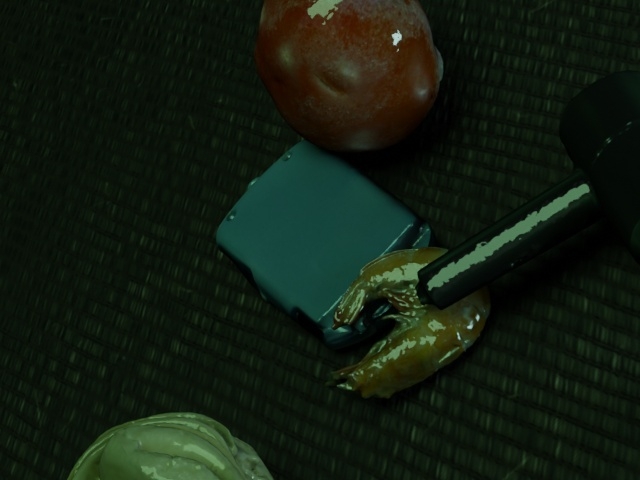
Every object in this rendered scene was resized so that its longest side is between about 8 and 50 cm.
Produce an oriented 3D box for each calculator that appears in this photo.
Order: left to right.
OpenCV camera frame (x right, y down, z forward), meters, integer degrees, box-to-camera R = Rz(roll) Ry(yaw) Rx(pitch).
[{"bbox_3d":[0.000,0.000,1.792,0.173,0.051,0.293,-47,43,-3],"label":"calculator"}]

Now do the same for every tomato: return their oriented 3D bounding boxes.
[{"bbox_3d":[0.024,-0.206,1.812,0.188,0.232,0.232,-23,44,1],"label":"tomato"}]

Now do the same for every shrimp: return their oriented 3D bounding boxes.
[{"bbox_3d":[0.077,0.081,1.659,0.187,0.051,0.132,-37,57,-5],"label":"shrimp"}]

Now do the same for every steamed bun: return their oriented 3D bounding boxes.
[{"bbox_3d":[-0.141,0.293,1.547,0.276,0.203,0.289,-21,47,21],"label":"steamed bun"}]

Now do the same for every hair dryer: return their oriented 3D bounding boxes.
[{"bbox_3d":[0.235,0.009,1.565,0.302,0.116,0.244,-32,43,10],"label":"hair dryer"}]
